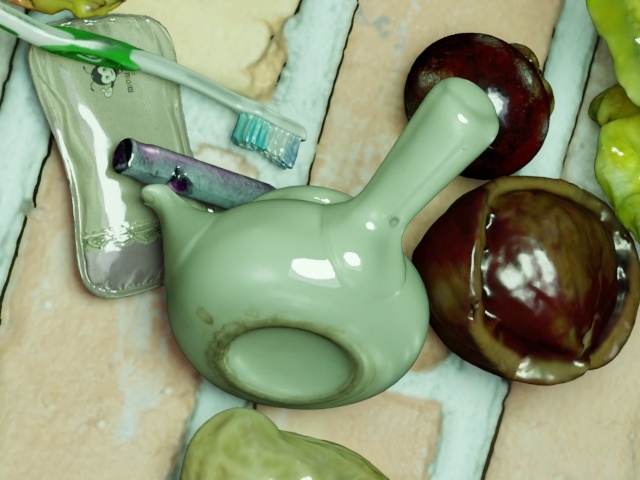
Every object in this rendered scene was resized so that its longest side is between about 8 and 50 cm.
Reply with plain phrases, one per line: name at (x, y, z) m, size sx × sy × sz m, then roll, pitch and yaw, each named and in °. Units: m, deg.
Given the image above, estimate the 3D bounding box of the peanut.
peanut at (0.017, 0.261, 1.401) m, size 0.325 × 0.140 × 0.153 m, roll 43°, pitch 96°, yaw -9°

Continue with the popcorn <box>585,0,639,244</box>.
popcorn at (0.342, -0.093, 1.422) m, size 0.321 × 0.290 × 0.326 m, roll 19°, pitch 60°, yaw 2°

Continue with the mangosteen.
mangosteen at (0.141, -0.119, 1.455) m, size 0.140 × 0.140 × 0.140 m, roll 0°, pitch 89°, yaw -15°

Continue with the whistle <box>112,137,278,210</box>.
whistle at (-0.091, -0.046, 1.407) m, size 0.176 × 0.033 × 0.033 m, roll 17°, pitch 84°, yaw -35°

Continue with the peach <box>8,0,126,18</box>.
peach at (-0.176, -0.274, 1.297) m, size 0.158 × 0.267 × 0.154 m, roll 18°, pitch 69°, yaw -15°

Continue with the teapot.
teapot at (0.026, 0.019, 1.344) m, size 0.220 × 0.318 × 0.149 m, roll 47°, pitch 37°, yaw -42°

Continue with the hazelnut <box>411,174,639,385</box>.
hazelnut at (0.174, 0.027, 1.431) m, size 0.201 × 0.160 × 0.170 m, roll -9°, pitch 105°, yaw -18°

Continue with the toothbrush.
toothbrush at (-0.188, -0.157, 1.360) m, size 0.418 × 0.042 × 0.040 m, roll 26°, pitch 75°, yaw -25°

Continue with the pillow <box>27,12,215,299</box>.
pillow at (-0.157, -0.071, 1.410) m, size 0.130 × 0.038 × 0.233 m, roll -12°, pitch 91°, yaw -24°
